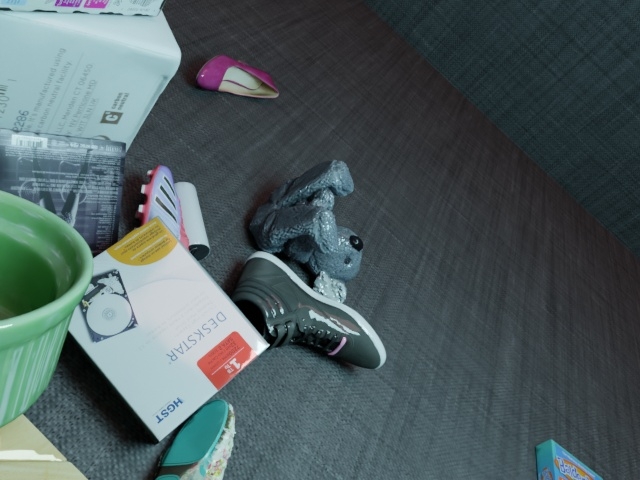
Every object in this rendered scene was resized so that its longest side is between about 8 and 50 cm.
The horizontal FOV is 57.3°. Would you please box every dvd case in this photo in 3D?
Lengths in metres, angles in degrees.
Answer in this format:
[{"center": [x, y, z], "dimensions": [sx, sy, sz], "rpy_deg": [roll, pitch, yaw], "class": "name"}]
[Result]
[{"center": [-0.344, -0.028, 0.770], "dimensions": [0.018, 0.221, 0.165], "rpy_deg": [16, 12, 43], "class": "dvd case"}]

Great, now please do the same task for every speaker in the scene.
[{"center": [-0.226, -0.031, 0.993], "dimensions": [0.055, 0.055, 0.136], "rpy_deg": [10, 47, -39], "class": "speaker"}]

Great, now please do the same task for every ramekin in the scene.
[{"center": [-0.394, 0.062, 0.570], "dimensions": [0.304, 0.148, 0.303], "rpy_deg": [18, 21, -7], "class": "ramekin"}]

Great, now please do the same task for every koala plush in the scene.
[{"center": [0.000, 0.000, 1.119], "dimensions": [0.221, 0.203, 0.196], "rpy_deg": [49, 39, -32], "class": "koala plush"}]

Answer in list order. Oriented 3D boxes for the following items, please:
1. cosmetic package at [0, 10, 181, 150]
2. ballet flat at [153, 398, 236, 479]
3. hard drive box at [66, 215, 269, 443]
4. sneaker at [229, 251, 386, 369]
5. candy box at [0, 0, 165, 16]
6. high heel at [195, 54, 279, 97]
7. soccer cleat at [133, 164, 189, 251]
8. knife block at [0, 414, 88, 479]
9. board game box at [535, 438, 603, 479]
[{"center": [-0.453, -0.297, 0.795], "dimensions": [0.327, 0.329, 0.393], "rpy_deg": [-1, 57, -45], "class": "cosmetic package"}, {"center": [-0.161, 0.301, 0.712], "dimensions": [0.241, 0.091, 0.077], "rpy_deg": [-61, 137, -58], "class": "ballet flat"}, {"center": [-0.214, 0.115, 0.770], "dimensions": [0.181, 0.089, 0.232], "rpy_deg": [-40, 85, -27], "class": "hard drive box"}, {"center": [-0.032, 0.153, 0.970], "dimensions": [0.296, 0.104, 0.147], "rpy_deg": [37, 37, -2], "class": "sneaker"}, {"center": [-0.294, -0.330, 0.640], "dimensions": [0.159, 0.071, 0.233], "rpy_deg": [51, 36, 7], "class": "candy box"}, {"center": [-0.186, -0.358, 1.343], "dimensions": [0.117, 0.082, 0.244], "rpy_deg": [37, 22, 6], "class": "high heel"}, {"center": [-0.246, -0.013, 0.925], "dimensions": [0.095, 0.083, 0.248], "rpy_deg": [11, 50, -19], "class": "soccer cleat"}, {"center": [-0.348, 0.279, 0.530], "dimensions": [0.275, 0.088, 0.242], "rpy_deg": [45, 36, 0], "class": "knife block"}, {"center": [0.507, 0.532, 1.171], "dimensions": [0.160, 0.047, 0.210], "rpy_deg": [37, 35, -11], "class": "board game box"}]
